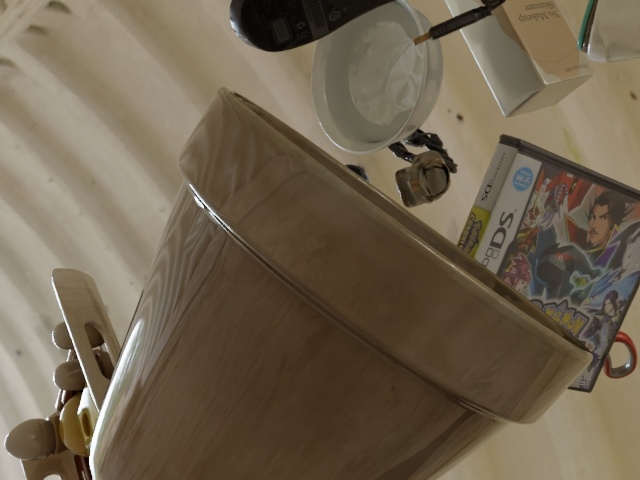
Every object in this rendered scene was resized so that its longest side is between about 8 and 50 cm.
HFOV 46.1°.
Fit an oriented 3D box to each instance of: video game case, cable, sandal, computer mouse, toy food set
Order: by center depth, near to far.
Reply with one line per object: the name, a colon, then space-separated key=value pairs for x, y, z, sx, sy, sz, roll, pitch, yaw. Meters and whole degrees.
computer mouse: x=0.051 y=-0.230 z=0.667 sx=0.262 sy=0.060 sz=0.184 roll=-26 pitch=-28 yaw=6
toy food set: x=-0.272 y=0.211 z=0.810 sx=0.092 sy=0.220 sz=0.306 roll=-6 pitch=-42 yaw=-35
video game case: x=0.257 y=0.040 z=0.840 sx=0.275 sy=0.035 sz=0.248 roll=15 pitch=-80 yaw=-32
sandal: x=0.189 y=-0.111 z=1.297 sx=0.060 sy=0.219 sz=0.090 roll=-21 pitch=-88 yaw=28
cable: x=0.208 y=-0.191 z=1.563 sx=0.150 sy=0.047 sz=0.184 roll=34 pitch=-8 yaw=-28

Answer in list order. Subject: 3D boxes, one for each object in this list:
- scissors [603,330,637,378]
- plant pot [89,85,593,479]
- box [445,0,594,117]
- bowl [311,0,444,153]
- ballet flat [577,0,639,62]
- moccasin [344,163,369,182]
scissors: x=0.354 y=0.102 z=1.000 sx=0.109 sy=0.021 sz=0.297 roll=-15 pitch=-49 yaw=16
plant pot: x=-0.015 y=0.093 z=0.566 sx=0.323 sy=0.323 sz=0.280 roll=32 pitch=-82 yaw=-20
box: x=0.363 y=-0.402 z=1.421 sx=0.148 sy=0.311 sz=0.121 roll=-19 pitch=-12 yaw=-30
bowl: x=0.123 y=-0.302 z=1.368 sx=0.134 sy=0.298 sz=0.298 roll=-2 pitch=-27 yaw=-40
ballet flat: x=0.469 y=-0.449 z=1.056 sx=0.139 sy=0.139 sz=0.400 roll=10 pitch=-74 yaw=5
moccasin: x=0.000 y=0.000 z=0.902 sx=0.137 sy=0.342 sz=0.117 roll=-1 pitch=-67 yaw=6
